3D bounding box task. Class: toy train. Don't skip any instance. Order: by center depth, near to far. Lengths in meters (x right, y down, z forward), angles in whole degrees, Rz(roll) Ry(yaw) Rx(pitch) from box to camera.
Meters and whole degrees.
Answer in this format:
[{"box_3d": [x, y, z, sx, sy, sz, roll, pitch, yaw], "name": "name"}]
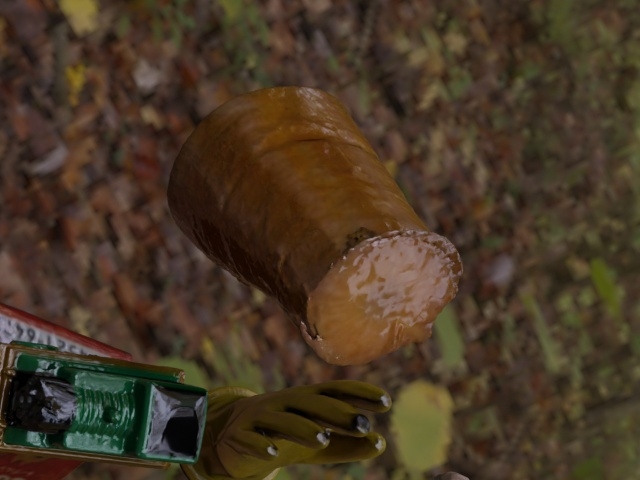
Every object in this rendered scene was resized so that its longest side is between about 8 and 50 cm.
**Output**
[{"box_3d": [-0.186, 0.139, 1.496, 0.227, 0.136, 0.091, 13, 84, -38], "name": "toy train"}]

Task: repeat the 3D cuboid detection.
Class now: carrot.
[{"box_3d": [0.000, 0.000, 1.583, 0.196, 0.196, 0.254, 42, 7, -44], "name": "carrot"}]

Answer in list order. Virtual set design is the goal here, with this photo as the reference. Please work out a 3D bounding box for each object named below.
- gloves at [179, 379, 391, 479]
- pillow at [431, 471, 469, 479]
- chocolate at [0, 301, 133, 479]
[{"box_3d": [-0.035, 0.187, 1.724, 0.133, 0.294, 0.116, -34, 96, -25], "name": "gloves"}, {"box_3d": [0.147, 0.309, 1.421, 0.173, 0.067, 0.270, -90, 157, -72], "name": "pillow"}, {"box_3d": [-0.343, 0.175, 1.825, 0.237, 0.235, 0.108, 25, 39, -39], "name": "chocolate"}]
